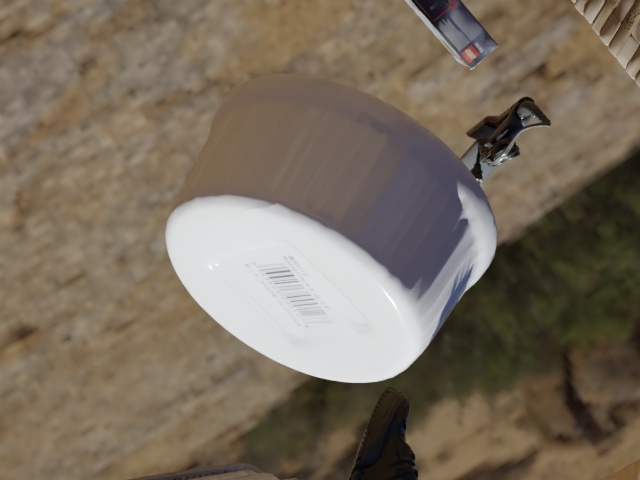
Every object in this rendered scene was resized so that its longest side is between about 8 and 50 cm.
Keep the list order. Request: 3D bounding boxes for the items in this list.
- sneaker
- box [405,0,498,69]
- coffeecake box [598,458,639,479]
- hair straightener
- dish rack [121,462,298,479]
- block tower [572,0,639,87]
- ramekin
[{"bbox_3d":[0.052,0.182,1.207,0.051,0.089,0.170,103,8,-65],"label":"sneaker"},{"bbox_3d":[0.065,-0.179,1.334,0.027,0.137,0.094,-41,-172,5],"label":"box"},{"bbox_3d":[0.371,0.353,2.087,0.068,0.185,0.142,-34,-161,34],"label":"coffeecake box"},{"bbox_3d":[0.190,-0.092,2.032,0.230,0.047,0.089,156,-44,-73],"label":"hair straightener"},{"bbox_3d":[-0.030,0.245,1.139,0.072,0.285,0.333,-40,165,14],"label":"dish rack"},{"bbox_3d":[0.333,-0.219,1.893,0.091,0.335,0.097,1,132,-36],"label":"block tower"},{"bbox_3d":[0.000,0.000,1.679,0.135,0.277,0.277,-58,178,-31],"label":"ramekin"}]
